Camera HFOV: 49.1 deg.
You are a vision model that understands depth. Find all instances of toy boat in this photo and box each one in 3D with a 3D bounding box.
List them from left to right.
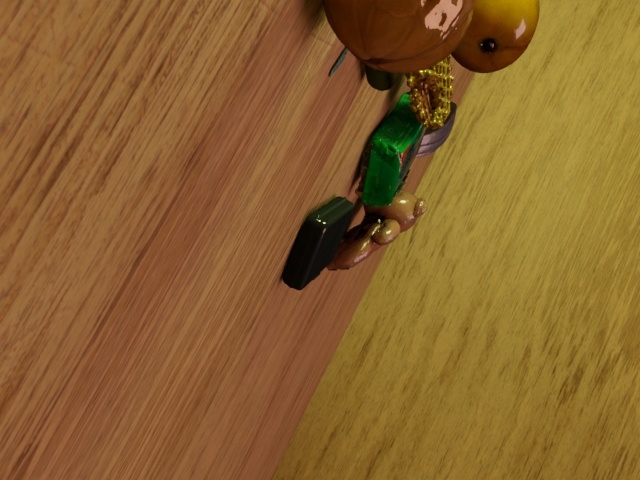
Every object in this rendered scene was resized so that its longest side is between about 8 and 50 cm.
[{"bbox_3d":[0.288,-0.311,1.917,0.283,0.127,0.078,-50,162,-47],"label":"toy boat"}]

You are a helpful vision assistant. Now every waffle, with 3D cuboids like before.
[{"bbox_3d":[0.248,-0.348,1.573,0.193,0.070,0.197,37,58,-58],"label":"waffle"}]

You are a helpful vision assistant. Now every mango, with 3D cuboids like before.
[{"bbox_3d":[0.424,-0.561,1.756,0.378,0.221,0.263,-64,172,-59],"label":"mango"}]

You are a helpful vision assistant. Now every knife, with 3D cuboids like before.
[{"bbox_3d":[0.035,-0.278,1.050,0.091,0.005,0.014,-59,167,-24],"label":"knife"}]

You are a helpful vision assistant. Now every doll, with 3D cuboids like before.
[{"bbox_3d":[0.121,-0.045,1.802,0.303,0.156,0.201,-38,-160,-28],"label":"doll"}]

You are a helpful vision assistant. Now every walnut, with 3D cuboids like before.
[{"bbox_3d":[0.105,-0.311,0.831,0.225,0.193,0.193,-62,170,-9],"label":"walnut"}]

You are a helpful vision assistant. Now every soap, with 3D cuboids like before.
[{"bbox_3d":[0.180,-0.226,1.669,0.273,0.098,0.217,-57,162,-46],"label":"soap"}]

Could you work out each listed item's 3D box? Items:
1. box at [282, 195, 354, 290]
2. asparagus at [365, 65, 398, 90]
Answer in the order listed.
[{"bbox_3d":[0.000,0.000,1.435,0.160,0.050,0.230,-68,170,20],"label":"box"},{"bbox_3d":[0.097,-0.321,1.121,0.067,0.060,0.277,-43,167,-6],"label":"asparagus"}]
